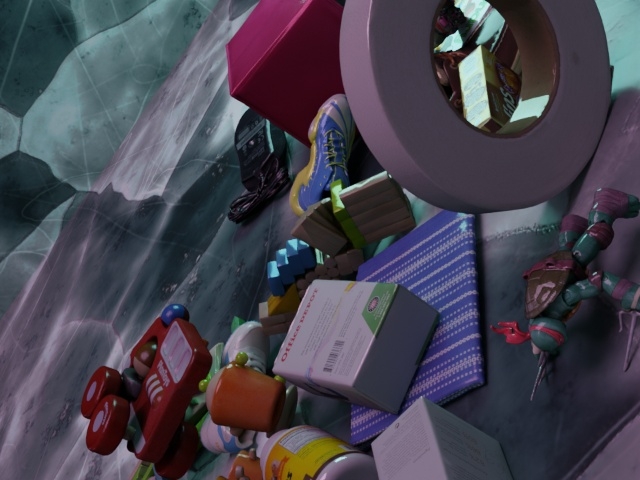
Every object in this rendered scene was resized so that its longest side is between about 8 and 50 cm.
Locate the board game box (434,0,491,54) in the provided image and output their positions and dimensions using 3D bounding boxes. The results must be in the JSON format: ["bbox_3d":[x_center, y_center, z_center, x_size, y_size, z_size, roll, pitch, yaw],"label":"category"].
[{"bbox_3d":[0.276,-0.419,1.842,0.305,0.053,0.193,-58,25,-2],"label":"board game box"}]

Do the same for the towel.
[{"bbox_3d":[0.136,0.113,1.511,0.243,0.040,0.336,-36,34,35],"label":"towel"}]

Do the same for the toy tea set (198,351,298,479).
[{"bbox_3d":[-0.143,0.328,1.564,0.200,0.124,0.336,77,-149,-66],"label":"toy tea set"}]

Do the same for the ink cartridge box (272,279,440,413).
[{"bbox_3d":[0.045,0.141,1.486,0.212,0.093,0.154,1,61,56],"label":"ink cartridge box"}]

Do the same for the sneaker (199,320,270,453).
[{"bbox_3d":[-0.121,0.242,1.775,0.092,0.087,0.228,-12,57,49],"label":"sneaker"}]

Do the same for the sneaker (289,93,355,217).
[{"bbox_3d":[0.029,-0.140,1.931,0.126,0.091,0.240,31,106,55],"label":"sneaker"}]

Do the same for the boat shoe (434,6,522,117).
[{"bbox_3d":[0.213,-0.245,1.671,0.342,0.123,0.123,-61,25,-7],"label":"boat shoe"}]

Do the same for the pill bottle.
[{"bbox_3d":[-0.001,0.314,1.415,0.117,0.117,0.215,-62,24,-9],"label":"pill bottle"}]

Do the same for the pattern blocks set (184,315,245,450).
[{"bbox_3d":[-0.238,0.286,1.995,0.325,0.026,0.285,-52,25,11],"label":"pattern blocks set"}]

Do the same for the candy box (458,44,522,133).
[{"bbox_3d":[0.257,-0.187,1.540,0.053,0.109,0.186,-41,29,31],"label":"candy box"}]

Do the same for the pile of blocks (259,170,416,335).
[{"bbox_3d":[0.000,0.000,1.746,0.362,0.149,0.112,-46,27,25],"label":"pile of blocks"}]

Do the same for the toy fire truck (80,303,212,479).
[{"bbox_3d":[-0.281,0.246,1.856,0.254,0.169,0.302,-60,23,7],"label":"toy fire truck"}]

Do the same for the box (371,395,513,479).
[{"bbox_3d":[0.143,0.279,1.175,0.091,0.130,0.170,-47,26,21],"label":"box"}]

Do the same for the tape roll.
[{"bbox_3d":[0.205,-0.226,1.351,0.072,0.392,0.392,-7,55,59],"label":"tape roll"}]

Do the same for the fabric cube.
[{"bbox_3d":[-0.005,-0.355,2.047,0.258,0.254,0.259,-47,27,20],"label":"fabric cube"}]

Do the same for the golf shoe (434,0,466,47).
[{"bbox_3d":[0.182,-0.352,1.735,0.086,0.067,0.186,-38,6,26],"label":"golf shoe"}]

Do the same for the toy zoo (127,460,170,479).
[{"bbox_3d":[-0.301,0.497,1.832,0.192,0.030,0.293,-60,25,8],"label":"toy zoo"}]

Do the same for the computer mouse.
[{"bbox_3d":[-0.123,-0.171,2.281,0.188,0.072,0.272,-37,44,34],"label":"computer mouse"}]

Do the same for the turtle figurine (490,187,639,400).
[{"bbox_3d":[0.286,0.058,1.203,0.175,0.118,0.234,-22,37,52],"label":"turtle figurine"}]
